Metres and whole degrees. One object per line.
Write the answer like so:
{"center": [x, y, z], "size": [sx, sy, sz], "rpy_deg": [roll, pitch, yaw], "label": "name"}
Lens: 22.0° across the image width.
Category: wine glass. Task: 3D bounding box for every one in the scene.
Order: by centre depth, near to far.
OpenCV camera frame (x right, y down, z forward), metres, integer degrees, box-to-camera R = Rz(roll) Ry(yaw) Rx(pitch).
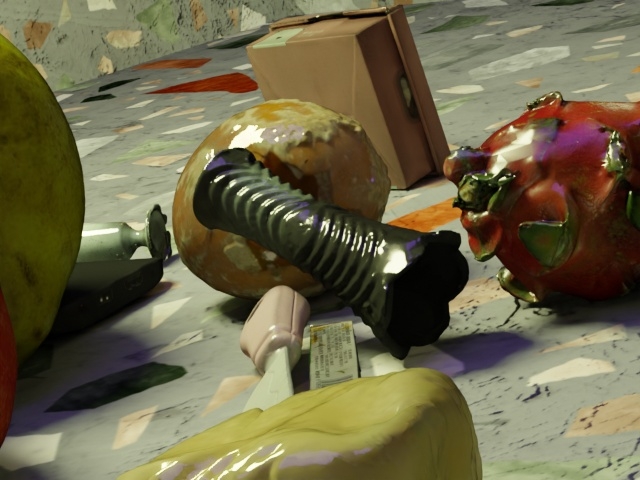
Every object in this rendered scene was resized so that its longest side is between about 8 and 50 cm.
{"center": [-0.252, 0.004, 1.872], "size": [0.155, 0.072, 0.072], "rpy_deg": [-9, 14, 14], "label": "wine glass"}

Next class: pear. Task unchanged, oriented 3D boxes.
{"center": [-0.390, -0.049, 1.542], "size": [0.352, 0.413, 0.352], "rpy_deg": [-26, -17, -9], "label": "pear"}

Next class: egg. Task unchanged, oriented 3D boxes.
{"center": [-0.043, -0.035, 1.584], "size": [0.233, 0.195, 0.195], "rpy_deg": [-25, 8, 25], "label": "egg"}

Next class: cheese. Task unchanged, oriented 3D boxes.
{"center": [-0.013, 0.155, 0.983], "size": [0.214, 0.117, 0.226], "rpy_deg": [-12, 8, 21], "label": "cheese"}

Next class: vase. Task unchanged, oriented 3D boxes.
{"center": [0.000, 0.000, 1.397], "size": [0.237, 0.115, 0.115], "rpy_deg": [27, 36, 33], "label": "vase"}

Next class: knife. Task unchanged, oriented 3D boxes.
{"center": [-0.043, 0.107, 1.279], "size": [0.081, 0.043, 0.336], "rpy_deg": [-55, 7, 11], "label": "knife"}

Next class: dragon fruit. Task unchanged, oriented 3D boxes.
{"center": [0.246, -0.032, 1.363], "size": [0.269, 0.198, 0.200], "rpy_deg": [18, 20, 38], "label": "dragon fruit"}

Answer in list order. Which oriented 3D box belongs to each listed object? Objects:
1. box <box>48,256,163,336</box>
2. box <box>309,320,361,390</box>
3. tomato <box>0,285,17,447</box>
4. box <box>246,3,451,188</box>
{"center": [-0.287, 0.062, 1.724], "size": [0.201, 0.042, 0.212], "rpy_deg": [-5, 15, 31], "label": "box"}
{"center": [0.012, 0.114, 1.232], "size": [0.041, 0.050, 0.207], "rpy_deg": [-8, 14, 1], "label": "box"}
{"center": [-0.399, 0.083, 1.245], "size": [0.325, 0.293, 0.290], "rpy_deg": [-17, 10, 8], "label": "tomato"}
{"center": [0.031, -0.169, 1.999], "size": [0.215, 0.215, 0.086], "rpy_deg": [2, 28, 47], "label": "box"}
